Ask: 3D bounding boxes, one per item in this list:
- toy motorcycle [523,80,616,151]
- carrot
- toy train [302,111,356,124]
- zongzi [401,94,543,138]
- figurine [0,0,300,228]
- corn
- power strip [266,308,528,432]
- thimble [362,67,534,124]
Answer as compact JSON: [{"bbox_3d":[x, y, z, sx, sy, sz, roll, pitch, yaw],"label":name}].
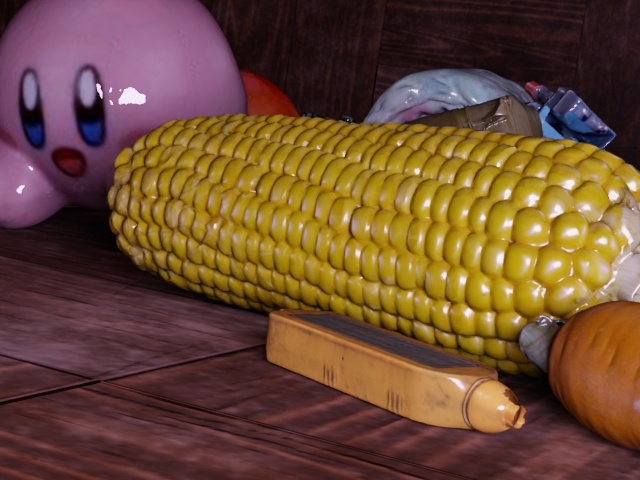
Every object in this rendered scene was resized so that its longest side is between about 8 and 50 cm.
[{"bbox_3d":[0.243,-0.025,1.092,0.272,0.123,0.182,37,9,-28],"label":"toy motorcycle"},{"bbox_3d":[0.211,0.085,0.552,0.069,0.069,0.336,3,11,-41],"label":"carrot"},{"bbox_3d":[0.037,-0.071,1.476,0.159,0.129,0.326,13,5,-10],"label":"toy train"},{"bbox_3d":[0.071,0.005,0.898,0.189,0.178,0.081,-13,-12,22],"label":"zongzi"},{"bbox_3d":[-0.173,-0.131,1.145,0.269,0.211,0.261,3,15,18],"label":"figurine"},{"bbox_3d":[0.036,-0.008,0.805,0.387,0.144,0.144,14,8,35],"label":"corn"},{"bbox_3d":[0.036,0.065,0.657,0.049,0.028,0.178,3,7,-39],"label":"power strip"},{"bbox_3d":[0.138,-0.060,1.235,0.211,0.185,0.149,37,17,9],"label":"thimble"}]
